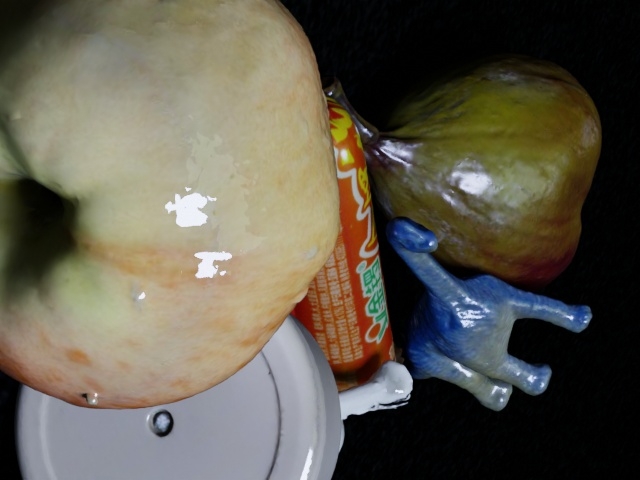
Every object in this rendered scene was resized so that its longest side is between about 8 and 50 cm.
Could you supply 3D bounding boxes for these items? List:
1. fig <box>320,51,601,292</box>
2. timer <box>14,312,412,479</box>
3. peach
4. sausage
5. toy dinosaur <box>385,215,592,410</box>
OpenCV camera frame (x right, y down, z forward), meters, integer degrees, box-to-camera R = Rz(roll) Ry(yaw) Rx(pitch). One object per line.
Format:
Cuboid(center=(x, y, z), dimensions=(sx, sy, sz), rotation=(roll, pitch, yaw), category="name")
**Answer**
Cuboid(center=(0.086, -0.057, 1.216), dimensions=(0.274, 0.145, 0.170), rotation=(16, 93, -49), category="fig")
Cuboid(center=(-0.041, 0.109, 1.071), dimensions=(0.175, 0.175, 0.266), rotation=(-70, 160, 1), category="timer")
Cuboid(center=(-0.076, -0.038, 0.846), dimensions=(0.232, 0.232, 0.232), rotation=(-40, 141, -43), category="peach")
Cuboid(center=(0.000, 0.000, 1.150), dimensions=(0.083, 0.083, 0.264), rotation=(-50, 147, -32), category="sausage")
Cuboid(center=(0.065, 0.046, 1.233), dimensions=(0.188, 0.248, 0.075), rotation=(28, 72, -23), category="toy dinosaur")
